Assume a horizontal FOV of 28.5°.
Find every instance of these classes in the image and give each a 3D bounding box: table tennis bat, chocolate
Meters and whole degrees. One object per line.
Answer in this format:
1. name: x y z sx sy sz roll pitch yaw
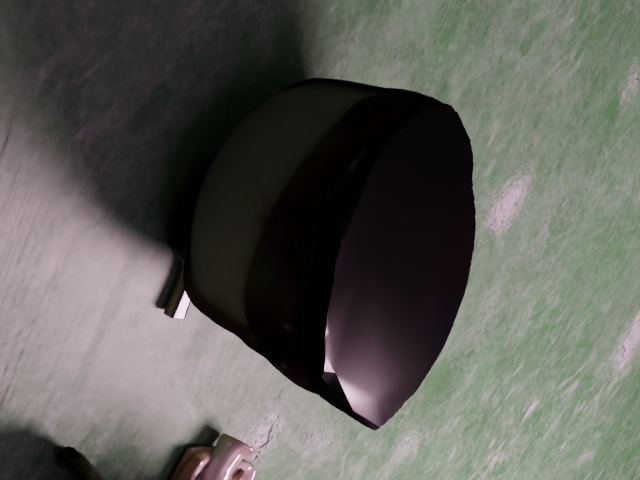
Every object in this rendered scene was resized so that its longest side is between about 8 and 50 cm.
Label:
1. table tennis bat: -0.103 -0.005 1.110 0.095 0.014 0.158 7 108 -53
2. chocolate: 0.000 0.000 1.071 0.283 0.186 0.284 -33 128 -54

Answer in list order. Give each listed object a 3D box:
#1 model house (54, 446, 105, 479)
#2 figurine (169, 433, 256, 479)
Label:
1. model house: -0.187 0.348 1.106 0.154 0.207 0.294 -37 138 -22
2. figurine: -0.056 0.306 1.208 0.141 0.237 0.162 -52 141 3
